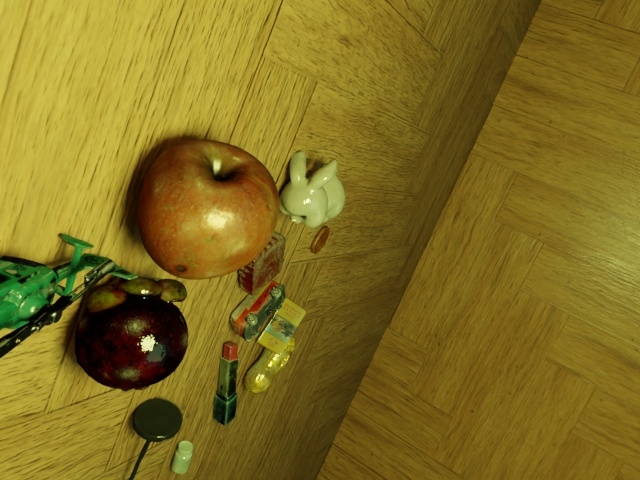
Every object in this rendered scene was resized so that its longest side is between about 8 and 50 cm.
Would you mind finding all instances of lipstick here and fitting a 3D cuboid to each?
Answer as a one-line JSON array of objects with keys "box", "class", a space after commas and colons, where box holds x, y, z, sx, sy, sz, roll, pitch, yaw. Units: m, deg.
[{"box": [-0.258, 0.391, 1.680, 0.051, 0.051, 0.312, -34, 144, -46], "class": "lipstick"}]

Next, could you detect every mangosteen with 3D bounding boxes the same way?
[{"box": [-0.330, 0.162, 1.063, 0.210, 0.210, 0.209, -48, 155, -32], "class": "mangosteen"}]

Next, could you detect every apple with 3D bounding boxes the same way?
[{"box": [-0.197, -0.045, 1.045, 0.253, 0.254, 0.253, -48, 155, -32], "class": "apple"}]

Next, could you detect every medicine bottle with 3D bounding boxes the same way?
[{"box": [-0.378, 0.595, 1.655, 0.047, 0.047, 0.083, -21, 135, -59], "class": "medicine bottle"}]

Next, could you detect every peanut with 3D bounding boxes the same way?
[{"box": [-0.155, 0.373, 1.840, 0.206, 0.087, 0.087, -52, 157, -17], "class": "peanut"}]

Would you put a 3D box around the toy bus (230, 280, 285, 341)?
[{"box": [-0.166, 0.179, 1.587, 0.174, 0.077, 0.079, -48, 155, -31], "class": "toy bus"}]

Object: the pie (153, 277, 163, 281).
[{"box": [-0.338, 0.112, 1.205, 0.085, 0.017, 0.085, -46, 152, -33], "class": "pie"}]

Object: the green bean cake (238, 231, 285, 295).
[{"box": [-0.148, 0.053, 1.507, 0.135, 0.056, 0.135, -39, 149, -41], "class": "green bean cake"}]

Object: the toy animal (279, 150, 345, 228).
[{"box": [-0.014, -0.122, 1.498, 0.178, 0.128, 0.193, -66, 157, 5], "class": "toy animal"}]

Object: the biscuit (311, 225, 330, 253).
[{"box": [0.000, 0.000, 1.829, 0.091, 0.015, 0.078, -56, 159, -13], "class": "biscuit"}]

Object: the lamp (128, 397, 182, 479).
[{"box": [-0.454, 0.532, 1.402, 0.109, 0.130, 0.371, 20, 112, -46], "class": "lamp"}]

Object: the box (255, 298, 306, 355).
[{"box": [-0.117, 0.255, 1.796, 0.087, 0.023, 0.155, 36, 79, -24], "class": "box"}]

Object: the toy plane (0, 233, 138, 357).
[{"box": [-0.405, 0.068, 0.833, 0.381, 0.155, 0.106, -47, 159, -75], "class": "toy plane"}]
